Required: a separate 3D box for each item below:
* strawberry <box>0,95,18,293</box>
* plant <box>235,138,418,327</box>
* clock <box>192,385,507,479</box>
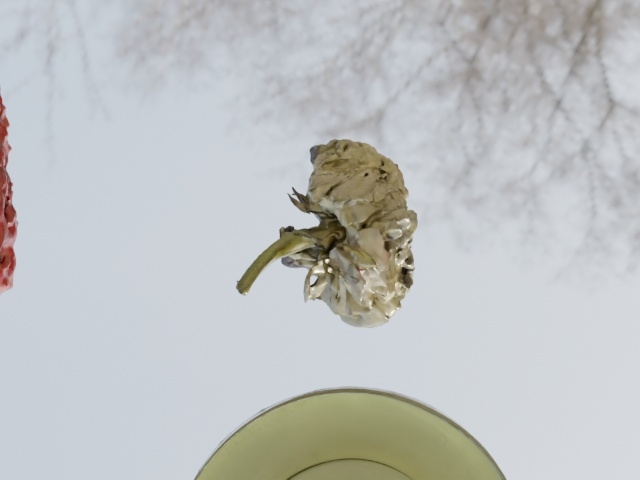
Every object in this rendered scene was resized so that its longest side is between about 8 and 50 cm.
[{"bbox_3d":[-0.366,-0.080,1.506,0.265,0.149,0.336,-39,-72,-40],"label":"strawberry"},{"bbox_3d":[0.000,0.000,1.070,0.122,0.104,0.116,-11,-121,-11],"label":"plant"},{"bbox_3d":[0.019,0.211,1.090,0.235,0.235,0.029,26,-179,0],"label":"clock"}]
